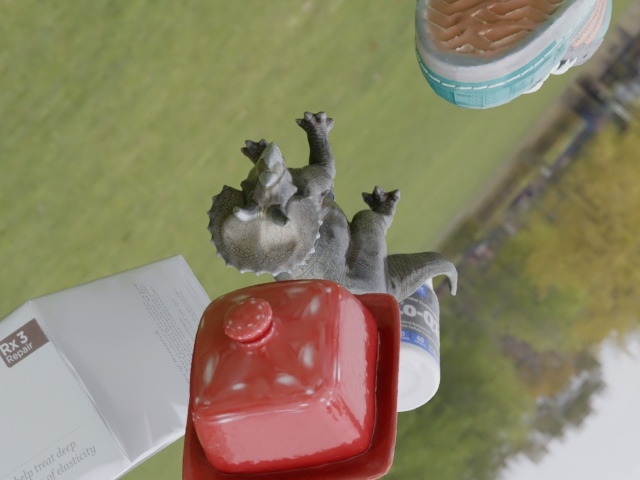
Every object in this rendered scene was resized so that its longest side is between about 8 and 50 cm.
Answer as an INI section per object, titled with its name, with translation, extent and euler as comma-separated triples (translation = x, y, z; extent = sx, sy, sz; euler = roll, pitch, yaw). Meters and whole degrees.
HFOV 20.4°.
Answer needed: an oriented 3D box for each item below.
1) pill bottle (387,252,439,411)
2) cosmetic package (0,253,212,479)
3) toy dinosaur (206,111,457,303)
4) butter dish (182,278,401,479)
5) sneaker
[pill bottle]
translation = 0.067, 0.078, 1.572
extent = 0.078, 0.078, 0.137
euler = -52, -159, 34
[cosmetic package]
translation = -0.215, 0.141, 1.493
extent = 0.217, 0.156, 0.385
euler = -34, 178, 15
[toy dinosaur]
translation = 0.000, 0.000, 1.486
extent = 0.121, 0.313, 0.160
euler = -13, -127, 29
[butter dish]
translation = -0.033, 0.084, 1.240
extent = 0.118, 0.160, 0.160
euler = 63, 25, -48
[sneaker]
translation = 0.139, -0.146, 1.161
extent = 0.302, 0.108, 0.121
euler = -57, 148, -51
